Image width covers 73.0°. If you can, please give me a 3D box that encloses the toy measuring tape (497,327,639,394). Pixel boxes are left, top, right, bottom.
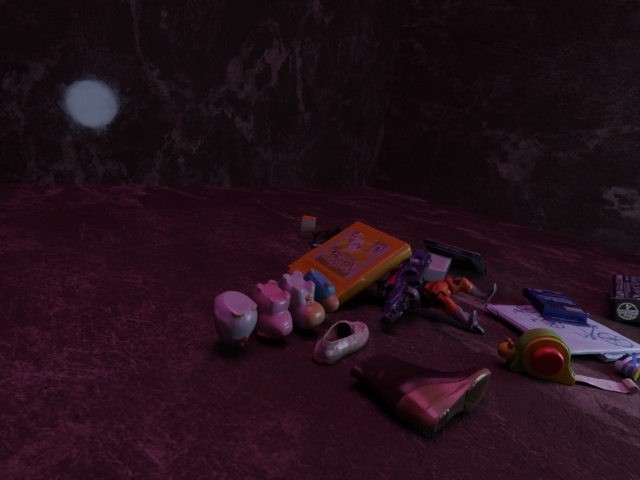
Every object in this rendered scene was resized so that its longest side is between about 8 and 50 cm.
[{"bbox_3d":[0.601,0.283,1.044,0.330,0.121,0.121,10,15,7],"label":"toy measuring tape"}]

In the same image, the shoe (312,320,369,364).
[{"bbox_3d":[0.059,0.232,1.043,0.077,0.058,0.219,17,17,28],"label":"shoe"}]

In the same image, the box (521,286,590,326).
[{"bbox_3d":[0.769,0.212,1.416,0.137,0.036,0.225,9,15,3],"label":"box"}]

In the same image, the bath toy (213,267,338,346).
[{"bbox_3d":[-0.107,0.174,1.049,0.348,0.129,0.151,-9,42,-47],"label":"bath toy"}]

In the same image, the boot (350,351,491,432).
[{"bbox_3d":[0.212,0.278,0.896,0.249,0.090,0.207,-10,26,-41],"label":"boot"}]

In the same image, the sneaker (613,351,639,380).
[{"bbox_3d":[0.826,0.321,1.143,0.144,0.053,0.059,-4,17,-42],"label":"sneaker"}]

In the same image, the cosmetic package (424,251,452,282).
[{"bbox_3d":[0.454,0.106,1.710,0.099,0.060,0.239,13,15,20],"label":"cosmetic package"}]

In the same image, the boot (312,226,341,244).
[{"bbox_3d":[0.000,0.000,1.884,0.106,0.082,0.219,-8,10,31],"label":"boot"}]

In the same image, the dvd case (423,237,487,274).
[{"bbox_3d":[0.565,0.066,1.817,0.239,0.029,0.179,19,-13,36],"label":"dvd case"}]

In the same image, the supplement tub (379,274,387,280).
[{"bbox_3d":[0.133,0.088,1.527,0.198,0.106,0.106,4,16,-12],"label":"supplement tub"}]

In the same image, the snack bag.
[{"bbox_3d":[0.729,0.271,1.306,0.343,0.037,0.323,3,15,-19],"label":"snack bag"}]

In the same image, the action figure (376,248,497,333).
[{"bbox_3d":[0.301,0.187,1.266,0.330,0.178,0.341,11,39,35],"label":"action figure"}]

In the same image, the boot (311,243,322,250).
[{"bbox_3d":[0.053,0.066,1.595,0.190,0.086,0.069,8,15,-2],"label":"boot"}]

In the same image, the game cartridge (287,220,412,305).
[{"bbox_3d":[0.080,0.067,1.388,0.324,0.052,0.285,-31,32,-20],"label":"game cartridge"}]

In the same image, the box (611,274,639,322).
[{"bbox_3d":[1.239,0.209,1.561,0.318,0.097,0.395,-2,7,34],"label":"box"}]

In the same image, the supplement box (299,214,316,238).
[{"bbox_3d":[-0.057,-0.060,1.975,0.062,0.098,0.036,10,19,2],"label":"supplement box"}]
